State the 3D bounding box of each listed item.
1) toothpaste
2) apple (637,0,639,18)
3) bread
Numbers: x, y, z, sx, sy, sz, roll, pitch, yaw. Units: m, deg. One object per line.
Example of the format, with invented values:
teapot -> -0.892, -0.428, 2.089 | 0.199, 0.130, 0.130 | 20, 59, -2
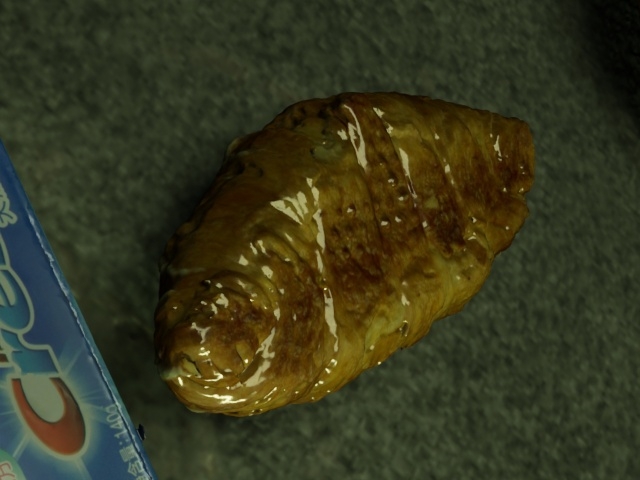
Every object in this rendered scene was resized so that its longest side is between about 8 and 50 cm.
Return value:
toothpaste -> -0.144, -0.021, 0.633 | 0.066, 0.053, 0.272 | -22, 85, -41
apple -> 0.259, -0.134, 0.886 | 0.211, 0.211, 0.188 | 53, 42, -6
bread -> 0.000, 0.000, 0.719 | 0.233, 0.076, 0.105 | -33, 104, -48
